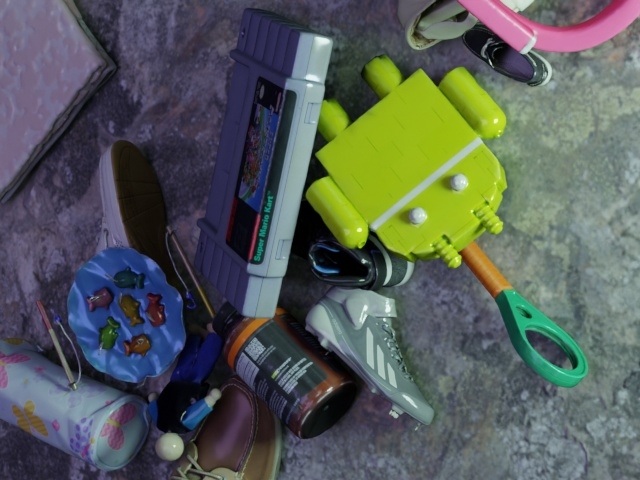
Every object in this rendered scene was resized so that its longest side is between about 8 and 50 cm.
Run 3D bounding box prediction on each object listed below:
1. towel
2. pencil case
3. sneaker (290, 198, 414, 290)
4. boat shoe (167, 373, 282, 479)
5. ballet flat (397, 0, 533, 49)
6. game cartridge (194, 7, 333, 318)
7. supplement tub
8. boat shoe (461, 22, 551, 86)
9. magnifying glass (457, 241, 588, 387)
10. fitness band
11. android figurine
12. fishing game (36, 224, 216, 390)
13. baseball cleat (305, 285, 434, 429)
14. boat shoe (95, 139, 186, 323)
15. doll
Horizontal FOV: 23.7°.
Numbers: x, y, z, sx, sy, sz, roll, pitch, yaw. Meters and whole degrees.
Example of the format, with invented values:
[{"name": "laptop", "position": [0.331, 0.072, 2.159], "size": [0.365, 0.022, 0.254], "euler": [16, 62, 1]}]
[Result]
[{"name": "towel", "position": [-0.472, -0.265, 2.246], "size": [0.332, 0.053, 0.317], "euler": [-45, 69, 28]}, {"name": "pencil case", "position": [-0.371, 0.230, 2.171], "size": [0.273, 0.124, 0.113], "euler": [21, 125, 33]}, {"name": "sneaker", "position": [0.000, 0.000, 1.890], "size": [0.217, 0.121, 0.079], "euler": [21, 104, 32]}, {"name": "boat shoe", "position": [-0.145, 0.331, 2.017], "size": [0.123, 0.116, 0.324], "euler": [25, 107, 31]}, {"name": "ballet flat", "position": [0.193, -0.283, 1.752], "size": [0.248, 0.086, 0.086], "euler": [-20, 82, 37]}, {"name": "game cartridge", "position": [-0.079, -0.102, 1.912], "size": [0.230, 0.068, 0.355], "euler": [-138, 58, -68]}, {"name": "supplement tub", "position": [-0.051, 0.153, 1.947], "size": [0.198, 0.106, 0.106], "euler": [45, 116, 25]}, {"name": "boat shoe", "position": [0.211, -0.217, 1.778], "size": [0.125, 0.038, 0.046], "euler": [39, 115, 27]}, {"name": "magnifying glass", "position": [0.226, 0.081, 1.769], "size": [0.026, 0.092, 0.231], "euler": [-54, 54, 29]}, {"name": "fitness band", "position": [0.232, -0.326, 1.646], "size": [0.291, 0.054, 0.209], "euler": [38, 111, -17]}, {"name": "android figurine", "position": [0.107, -0.088, 1.810], "size": [0.248, 0.056, 0.273], "euler": [-37, 67, 5]}, {"name": "fishing game", "position": [-0.265, 0.104, 2.036], "size": [0.264, 0.041, 0.189], "euler": [-24, 88, 27]}, {"name": "baseball cleat", "position": [0.078, 0.133, 1.877], "size": [0.206, 0.072, 0.109], "euler": [41, 91, 10]}, {"name": "boat shoe", "position": [-0.268, 0.004, 2.093], "size": [0.096, 0.098, 0.277], "euler": [-14, 86, 34]}, {"name": "doll", "position": [-0.174, 0.201, 2.011], "size": [0.129, 0.046, 0.189], "euler": [-3, 58, 42]}]
